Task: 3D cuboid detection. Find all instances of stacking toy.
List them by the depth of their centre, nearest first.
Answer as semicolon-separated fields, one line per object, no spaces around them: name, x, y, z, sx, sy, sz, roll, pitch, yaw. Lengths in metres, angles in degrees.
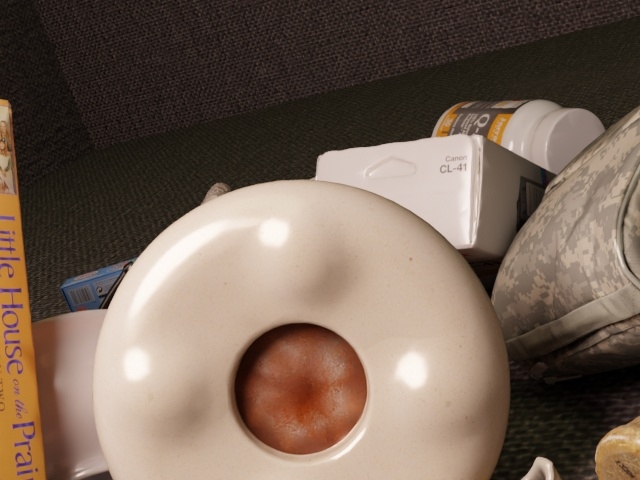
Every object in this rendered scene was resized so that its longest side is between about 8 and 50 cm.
stacking toy;-0.015;0.118;1.038;0.350;0.351;0.480;-19;2;1

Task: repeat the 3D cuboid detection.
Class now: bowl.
bowl;-0.241;0.217;1.019;0.297;0.298;0.134;-23;52;-12

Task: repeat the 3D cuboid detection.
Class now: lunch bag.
lunch bag;0.311;0.007;0.971;0.256;0.212;0.305;-41;-3;-21

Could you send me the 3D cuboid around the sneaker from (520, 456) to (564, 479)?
sneaker;0.119;0.239;0.781;0.185;0.084;0.069;-28;19;-27

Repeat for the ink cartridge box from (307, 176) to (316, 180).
ink cartridge box;0.000;0.000;1.375;0.207;0.119;0.353;-43;-9;34

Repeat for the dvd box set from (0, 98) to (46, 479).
dvd box set;-0.384;0.107;0.927;0.307;0.421;0.062;-12;-9;32

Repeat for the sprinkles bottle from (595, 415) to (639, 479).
sprinkles bottle;0.384;0.119;0.798;0.355;0.121;0.121;-27;18;-23

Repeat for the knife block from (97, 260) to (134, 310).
knife block;-0.187;0.124;1.162;0.242;0.276;0.088;-26;61;-15

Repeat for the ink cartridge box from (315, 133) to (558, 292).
ink cartridge box;0.166;-0.019;1.212;0.226;0.131;0.306;-5;-12;38

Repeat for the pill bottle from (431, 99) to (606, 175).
pill bottle;0.317;-0.147;1.631;0.162;0.162;0.278;-27;18;-25

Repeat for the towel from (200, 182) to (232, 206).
towel;-0.183;0.068;1.377;0.049;0.282;0.187;18;17;-6

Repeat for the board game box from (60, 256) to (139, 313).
board game box;-0.211;0.126;1.274;0.160;0.212;0.039;-17;16;7
